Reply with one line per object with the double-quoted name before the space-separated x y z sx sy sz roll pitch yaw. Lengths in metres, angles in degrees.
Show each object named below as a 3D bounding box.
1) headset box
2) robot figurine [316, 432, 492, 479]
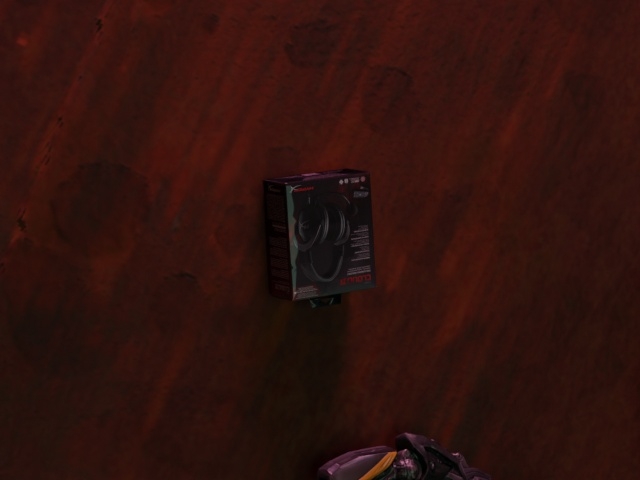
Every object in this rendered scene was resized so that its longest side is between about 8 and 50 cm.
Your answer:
"headset box" 0.000 0.000 1.250 0.062 0.032 0.083 -8 99 -28
"robot figurine" 0.097 0.246 1.307 0.291 0.085 0.211 18 87 -30
